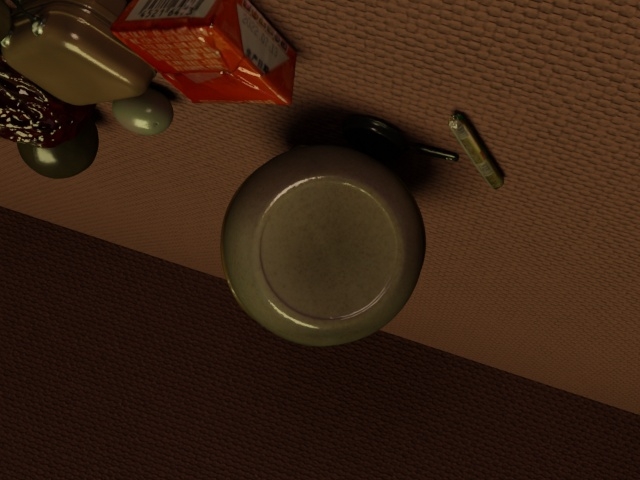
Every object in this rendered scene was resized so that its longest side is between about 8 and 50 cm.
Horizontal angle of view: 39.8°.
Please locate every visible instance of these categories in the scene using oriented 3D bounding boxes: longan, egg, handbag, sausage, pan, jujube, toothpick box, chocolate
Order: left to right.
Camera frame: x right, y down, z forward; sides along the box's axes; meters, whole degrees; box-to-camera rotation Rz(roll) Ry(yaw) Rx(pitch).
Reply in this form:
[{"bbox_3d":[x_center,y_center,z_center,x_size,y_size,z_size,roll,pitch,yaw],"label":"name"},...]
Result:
[{"bbox_3d":[-0.652,-0.327,1.806,0.376,0.258,0.258,31,162,-15],"label":"jujube"},{"bbox_3d":[-0.632,-0.244,2.126,0.196,0.197,0.220,21,158,-5],"label":"longan"},{"bbox_3d":[-0.453,-0.368,1.588,0.283,0.149,0.301,30,163,-39],"label":"handbag"},{"bbox_3d":[-0.376,-0.275,1.871,0.135,0.103,0.103,17,164,13],"label":"egg"},{"bbox_3d":[-0.184,-0.325,1.479,0.237,0.108,0.235,6,159,36],"label":"chocolate"},{"bbox_3d":[0.000,0.000,1.795,0.408,0.409,0.425,21,-179,-4],"label":"toothpick box"},{"bbox_3d":[0.149,-0.181,1.695,0.235,0.028,0.136,17,164,9],"label":"pan"},{"bbox_3d":[0.285,-0.157,1.606,0.032,0.033,0.269,9,161,33],"label":"sausage"}]

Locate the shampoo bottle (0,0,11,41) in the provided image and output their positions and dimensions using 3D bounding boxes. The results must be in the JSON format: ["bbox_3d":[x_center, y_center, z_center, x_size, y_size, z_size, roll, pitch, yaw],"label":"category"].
[{"bbox_3d":[-0.648,-0.425,1.527,0.350,0.126,0.084,28,170,35],"label":"shampoo bottle"}]
